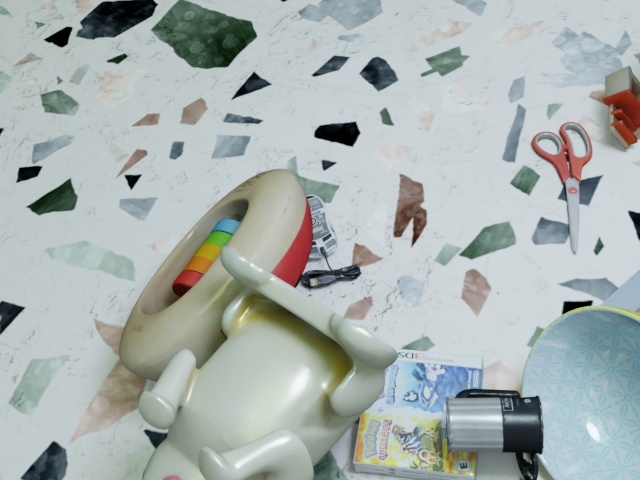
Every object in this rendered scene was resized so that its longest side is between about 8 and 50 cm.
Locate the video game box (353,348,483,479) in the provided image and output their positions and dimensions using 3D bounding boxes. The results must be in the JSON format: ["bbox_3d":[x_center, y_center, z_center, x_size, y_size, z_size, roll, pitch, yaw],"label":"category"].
[{"bbox_3d":[0.158,0.272,1.331,0.187,0.048,0.205,2,56,14],"label":"video game box"}]

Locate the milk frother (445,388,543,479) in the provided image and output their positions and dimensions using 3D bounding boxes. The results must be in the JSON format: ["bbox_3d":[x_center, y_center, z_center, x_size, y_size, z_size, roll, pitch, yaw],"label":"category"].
[{"bbox_3d":[0.253,0.294,1.231,0.135,0.129,0.143,-2,93,9],"label":"milk frother"}]

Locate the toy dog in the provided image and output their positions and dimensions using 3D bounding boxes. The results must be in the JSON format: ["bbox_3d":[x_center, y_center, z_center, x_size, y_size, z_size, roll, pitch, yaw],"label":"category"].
[{"bbox_3d":[-0.106,0.266,1.204,0.285,0.395,0.408,32,83,17],"label":"toy dog"}]

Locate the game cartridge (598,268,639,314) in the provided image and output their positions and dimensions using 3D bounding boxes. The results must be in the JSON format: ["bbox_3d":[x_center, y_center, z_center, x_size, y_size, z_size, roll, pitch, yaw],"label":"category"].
[{"bbox_3d":[0.586,0.175,1.323,0.198,0.062,0.297,-35,57,-19],"label":"game cartridge"}]

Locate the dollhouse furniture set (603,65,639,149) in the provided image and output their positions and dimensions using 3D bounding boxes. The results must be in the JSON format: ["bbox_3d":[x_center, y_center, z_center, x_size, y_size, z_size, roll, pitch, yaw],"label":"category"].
[{"bbox_3d":[0.657,-0.276,1.521,0.259,0.262,0.135,-21,48,38],"label":"dollhouse furniture set"}]

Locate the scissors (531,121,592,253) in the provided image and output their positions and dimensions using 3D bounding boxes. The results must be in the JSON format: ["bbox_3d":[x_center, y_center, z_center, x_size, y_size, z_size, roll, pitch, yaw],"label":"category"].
[{"bbox_3d":[0.475,-0.106,1.555,0.109,0.021,0.297,-9,53,1],"label":"scissors"}]

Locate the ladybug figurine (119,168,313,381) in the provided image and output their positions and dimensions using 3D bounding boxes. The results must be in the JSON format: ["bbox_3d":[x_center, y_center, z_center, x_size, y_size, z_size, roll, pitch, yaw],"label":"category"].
[{"bbox_3d":[-0.152,0.064,1.420,0.305,0.162,0.449,-6,43,55],"label":"ladybug figurine"}]

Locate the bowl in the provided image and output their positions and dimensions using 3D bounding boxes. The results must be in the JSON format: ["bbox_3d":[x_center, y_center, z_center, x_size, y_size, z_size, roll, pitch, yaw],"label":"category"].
[{"bbox_3d":[0.453,0.234,1.213,0.156,0.289,0.289,-1,45,-38],"label":"bowl"}]

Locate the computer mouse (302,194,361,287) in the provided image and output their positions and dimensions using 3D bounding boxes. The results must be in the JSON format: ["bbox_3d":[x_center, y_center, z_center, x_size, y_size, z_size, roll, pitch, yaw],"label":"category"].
[{"bbox_3d":[0.000,0.000,1.552,0.106,0.042,0.193,-19,60,2],"label":"computer mouse"}]
